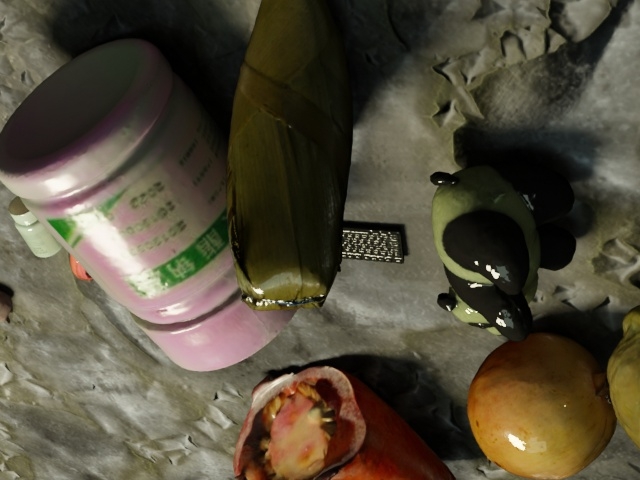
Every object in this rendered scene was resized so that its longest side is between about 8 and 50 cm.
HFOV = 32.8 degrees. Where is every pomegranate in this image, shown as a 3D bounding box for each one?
[{"bbox_3d":[0.279,0.211,1.358,0.191,0.191,0.191,10,142,8],"label":"pomegranate"}]

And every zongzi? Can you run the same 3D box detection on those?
[{"bbox_3d":[-0.032,-0.103,1.015,0.123,0.260,0.289,3,143,3],"label":"zongzi"}]

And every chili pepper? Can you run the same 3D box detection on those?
[{"bbox_3d":[0.039,0.347,1.585,0.251,0.229,0.305,-27,127,21],"label":"chili pepper"}]

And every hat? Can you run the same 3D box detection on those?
[{"bbox_3d":[-0.477,0.093,1.601,0.058,0.042,0.087,26,175,-9],"label":"hat"}]

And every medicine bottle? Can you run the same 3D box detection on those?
[{"bbox_3d":[-0.173,-0.033,1.179,0.212,0.212,0.325,-11,132,30],"label":"medicine bottle"},{"bbox_3d":[-0.367,-0.020,1.405,0.047,0.047,0.083,0,139,19],"label":"medicine bottle"}]

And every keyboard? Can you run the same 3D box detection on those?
[{"bbox_3d":[0.000,0.000,1.329,0.204,0.013,0.061,4,140,14],"label":"keyboard"}]

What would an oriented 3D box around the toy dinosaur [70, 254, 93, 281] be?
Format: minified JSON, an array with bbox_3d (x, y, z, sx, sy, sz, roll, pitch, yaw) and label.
[{"bbox_3d":[-0.314,-0.045,1.355,0.139,0.070,0.286,32,144,-5],"label":"toy dinosaur"}]

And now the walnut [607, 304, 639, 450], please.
[{"bbox_3d":[0.450,0.169,1.211,0.283,0.227,0.283,37,173,6],"label":"walnut"}]

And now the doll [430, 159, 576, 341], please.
[{"bbox_3d":[0.195,0.013,1.188,0.135,0.143,0.234,22,151,32],"label":"doll"}]
